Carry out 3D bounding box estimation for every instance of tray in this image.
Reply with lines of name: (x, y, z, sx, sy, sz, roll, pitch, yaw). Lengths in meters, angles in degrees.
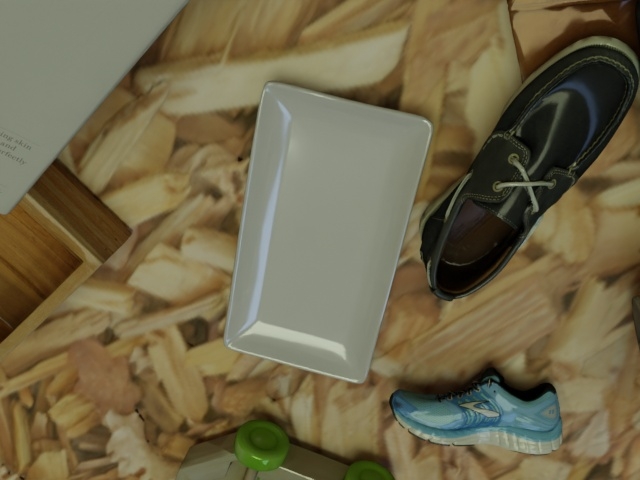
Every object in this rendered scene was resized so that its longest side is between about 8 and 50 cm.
tray: (-0.396, -0.081, 0.657, 0.202, 0.076, 0.411, -39, 103, 24)
tray: (0.000, 0.000, 0.635, 0.145, 0.030, 0.271, 15, 117, 5)

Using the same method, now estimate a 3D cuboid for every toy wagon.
toy wagon: (-0.003, 0.342, 0.779, 0.344, 0.068, 0.267, 20, 118, 1)

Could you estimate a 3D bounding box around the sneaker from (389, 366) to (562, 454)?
sneaker: (0.146, 0.152, 0.671, 0.162, 0.063, 0.073, 4, 98, 6)

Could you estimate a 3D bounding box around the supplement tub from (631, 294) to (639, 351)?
supplement tub: (0.404, 0.099, 0.485, 0.316, 0.228, 0.228, -15, 111, 18)

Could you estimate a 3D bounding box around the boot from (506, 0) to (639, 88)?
boot: (0.258, -0.232, 0.458, 0.280, 0.096, 0.264, 0, 123, 20)

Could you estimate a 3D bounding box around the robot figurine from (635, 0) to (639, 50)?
robot figurine: (0.284, -0.095, 0.369, 0.173, 0.209, 0.278, -13, 118, 13)

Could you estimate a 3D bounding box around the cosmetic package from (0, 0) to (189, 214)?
cosmetic package: (-0.199, -0.209, 0.446, 0.217, 0.156, 0.385, 29, 126, -37)

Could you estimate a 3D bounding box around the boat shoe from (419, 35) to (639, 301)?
boat shoe: (0.152, -0.043, 0.531, 0.084, 0.079, 0.233, 28, 129, -8)
